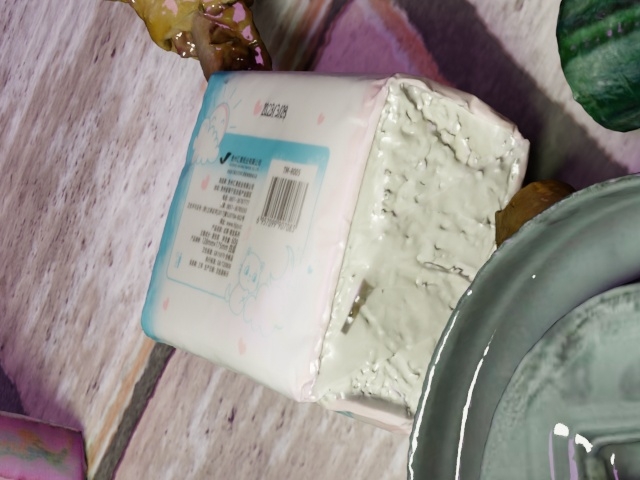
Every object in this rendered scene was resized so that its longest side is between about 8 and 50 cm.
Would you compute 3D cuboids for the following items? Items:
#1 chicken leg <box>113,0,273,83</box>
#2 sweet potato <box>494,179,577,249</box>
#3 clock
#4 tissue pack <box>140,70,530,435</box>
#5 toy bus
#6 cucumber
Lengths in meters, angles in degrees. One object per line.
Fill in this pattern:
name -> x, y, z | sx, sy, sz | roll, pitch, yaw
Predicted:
chicken leg -> -0.162, -0.225, 1.388 | 0.409, 0.295, 0.182 | 64, 151, 32
sweet potato -> 0.151, 0.034, 0.918 | 0.077, 0.077, 0.243 | -67, 29, 16
clock -> 0.168, 0.128, 0.796 | 0.319, 0.066, 0.318 | -6, 83, 48
tissue pack -> 0.001, -0.002, 1.123 | 0.271, 0.124, 0.201 | 14, 91, 65
toy bus -> -0.330, 0.176, 1.459 | 0.112, 0.274, 0.090 | -44, 41, 42
cucumber -> 0.181, -0.130, 0.954 | 0.115, 0.062, 0.116 | -21, 61, 50
